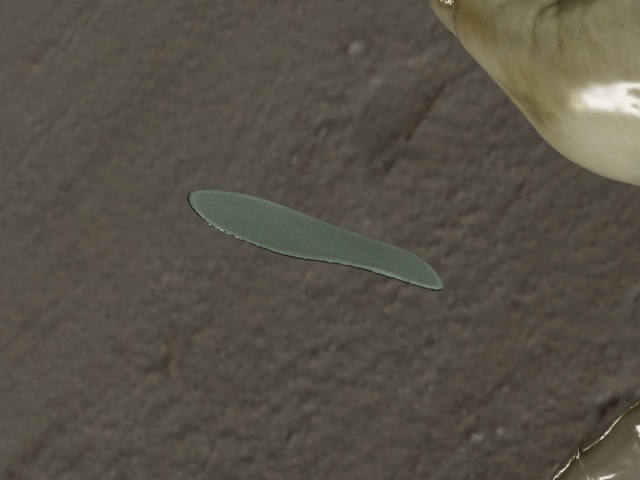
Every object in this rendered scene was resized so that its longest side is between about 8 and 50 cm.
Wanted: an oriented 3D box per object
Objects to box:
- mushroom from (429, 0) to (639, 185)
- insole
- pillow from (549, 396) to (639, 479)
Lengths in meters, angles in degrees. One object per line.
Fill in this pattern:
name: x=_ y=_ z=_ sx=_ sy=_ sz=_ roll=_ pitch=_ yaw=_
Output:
mushroom: x=0.142 y=-0.155 z=0.669 sx=0.260 sy=0.234 sz=0.254 roll=1 pitch=58 yaw=46
insole: x=0.000 y=0.000 z=0.766 sx=0.002 sy=0.152 sz=0.053 roll=-58 pitch=38 yaw=19
pillow: x=0.251 y=0.125 z=1.069 sx=0.173 sy=0.270 sz=0.067 roll=-41 pitch=69 yaw=35
